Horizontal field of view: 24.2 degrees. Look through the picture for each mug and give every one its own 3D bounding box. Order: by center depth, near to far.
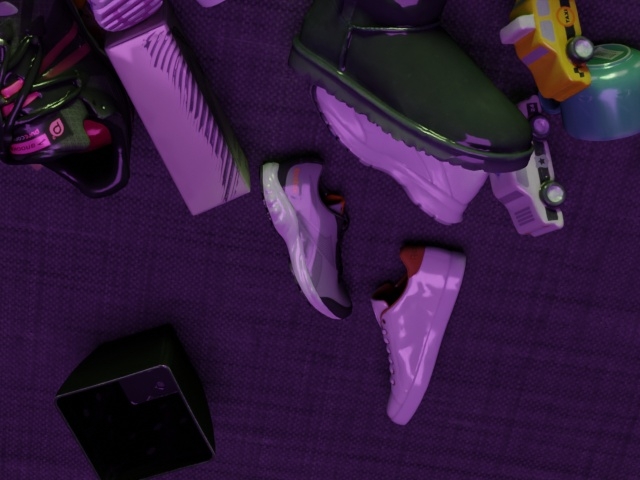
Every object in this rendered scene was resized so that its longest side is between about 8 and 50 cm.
[{"bbox_3d":[0.369,-0.202,1.989,0.158,0.129,0.097,-9,117,8],"label":"mug"}]

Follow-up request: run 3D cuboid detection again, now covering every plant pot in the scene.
[{"bbox_3d":[-0.269,0.236,2.265,0.188,0.167,0.187,-17,119,14],"label":"plant pot"}]

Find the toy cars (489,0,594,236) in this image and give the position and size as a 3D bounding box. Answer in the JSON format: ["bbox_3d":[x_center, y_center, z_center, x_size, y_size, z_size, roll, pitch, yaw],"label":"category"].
[{"bbox_3d":[0.272,-0.185,1.970,0.087,0.176,0.393,-7,123,-20],"label":"toy cars"}]

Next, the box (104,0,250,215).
[{"bbox_3d":[-0.193,-0.181,2.040,0.094,0.113,0.275,-23,119,7],"label":"box"}]

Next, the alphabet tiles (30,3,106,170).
[{"bbox_3d":[-0.384,-0.231,2.083,0.237,0.009,0.198,-35,113,21],"label":"alphabet tiles"}]

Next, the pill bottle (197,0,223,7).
[{"bbox_3d":[-0.202,-0.472,1.811,0.210,0.210,0.363,-35,113,21],"label":"pill bottle"}]

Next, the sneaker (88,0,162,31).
[{"bbox_3d":[-0.278,-0.347,1.865,0.095,0.104,0.236,-34,156,6],"label":"sneaker"}]

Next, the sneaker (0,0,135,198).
[{"bbox_3d":[-0.363,-0.208,1.876,0.185,0.202,0.483,-27,147,15],"label":"sneaker"}]

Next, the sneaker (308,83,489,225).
[{"bbox_3d":[0.110,-0.148,2.067,0.297,0.111,0.129,34,103,-22],"label":"sneaker"}]

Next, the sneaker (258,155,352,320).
[{"bbox_3d":[0.000,0.000,2.151,0.108,0.100,0.271,-18,118,7],"label":"sneaker"}]

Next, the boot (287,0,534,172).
[{"bbox_3d":[0.162,-0.347,1.844,0.367,0.146,0.445,29,120,18],"label":"boot"}]

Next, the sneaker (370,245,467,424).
[{"bbox_3d":[0.123,0.134,2.228,0.123,0.106,0.290,15,110,-1],"label":"sneaker"}]

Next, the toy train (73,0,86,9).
[{"bbox_3d":[-0.334,-0.327,1.978,0.143,0.105,0.248,14,122,-21],"label":"toy train"}]
